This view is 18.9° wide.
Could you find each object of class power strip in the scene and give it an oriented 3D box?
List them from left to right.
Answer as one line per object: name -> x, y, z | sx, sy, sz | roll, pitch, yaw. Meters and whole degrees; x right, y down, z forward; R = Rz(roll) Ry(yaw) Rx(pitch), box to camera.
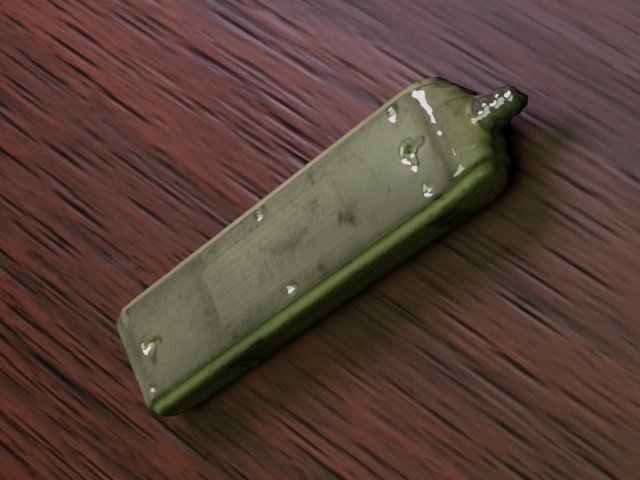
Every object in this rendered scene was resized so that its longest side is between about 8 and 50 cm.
power strip -> 0.000, 0.000, 1.355 | 0.387, 0.066, 0.092 | -36, 69, 32
